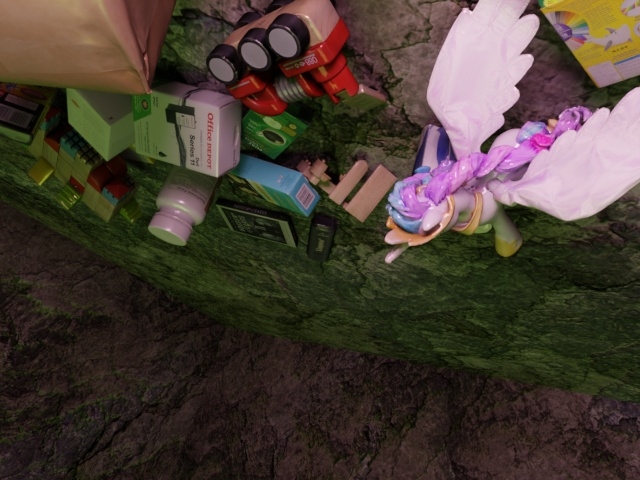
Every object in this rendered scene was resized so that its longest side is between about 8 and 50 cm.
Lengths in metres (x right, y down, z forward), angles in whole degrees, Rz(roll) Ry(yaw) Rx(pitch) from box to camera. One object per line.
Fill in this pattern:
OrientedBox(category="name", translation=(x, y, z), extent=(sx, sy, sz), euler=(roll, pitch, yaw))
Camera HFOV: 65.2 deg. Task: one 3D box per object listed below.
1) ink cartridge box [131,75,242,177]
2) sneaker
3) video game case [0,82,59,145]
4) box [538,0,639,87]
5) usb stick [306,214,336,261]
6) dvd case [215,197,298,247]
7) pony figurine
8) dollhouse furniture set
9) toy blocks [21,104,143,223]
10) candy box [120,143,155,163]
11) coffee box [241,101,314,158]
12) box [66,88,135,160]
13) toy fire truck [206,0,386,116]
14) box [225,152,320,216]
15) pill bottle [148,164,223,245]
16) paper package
OrientedBox(category="ink cartridge box", translation=(-0.274, -0.235, 1.032), extent=(0.208, 0.087, 0.153), euler=(17, 122, 15))
OrientedBox(category="sneaker", translation=(0.265, -0.103, 0.968), extent=(0.182, 0.128, 0.315), euler=(12, 164, 10))
OrientedBox(category="video game case", translation=(-0.703, -0.326, 1.024), extent=(0.274, 0.249, 0.035), euler=(18, 133, -24))
OrientedBox(category="box", translation=(0.347, -0.268, 0.601), extent=(0.179, 0.043, 0.105), euler=(31, 156, -31))
OrientedBox(category="usb stick", translation=(0.000, 0.000, 1.505), extent=(0.077, 0.045, 0.278), euler=(19, 158, 3))
OrientedBox(category="dvd case", translation=(-0.194, -0.054, 1.564), extent=(0.238, 0.030, 0.179), euler=(14, 157, 13))
OrientedBox(category="pony figurine", translation=(0.265, -0.106, 0.697), extent=(0.363, 0.351, 0.303), euler=(-3, -135, -51))
OrientedBox(category="dollhouse furniture set", translation=(0.056, -0.153, 1.130), extent=(0.144, 0.123, 0.151), euler=(34, -171, -32))
OrientedBox(category="toy blocks", translation=(-0.624, -0.216, 1.331), extent=(0.381, 0.191, 0.260), euler=(46, 146, -11))
OrientedBox(category="candy box", translation=(-0.527, -0.278, 1.321), extent=(0.105, 0.027, 0.206), euler=(15, 157, 18))
OrientedBox(category="coffee box", translation=(-0.102, -0.241, 1.035), extent=(0.113, 0.041, 0.184), euler=(28, 156, -18))
OrientedBox(category="box", translation=(-0.487, -0.283, 1.125), extent=(0.130, 0.091, 0.170), euler=(47, 149, -5))
OrientedBox(category="toy fire truck", translation=(-0.019, -0.264, 0.812), extent=(0.216, 0.159, 0.246), euler=(-3, 139, 42))
OrientedBox(category="box", translation=(-0.123, -0.138, 1.187), extent=(0.244, 0.060, 0.100), euler=(23, 164, 37))
OrientedBox(category="pill bottle", translation=(-0.348, -0.110, 1.293), extent=(0.131, 0.230, 0.131), euler=(17, 158, 7))
OrientedBox(category="paper package", translation=(-0.338, -0.343, 0.580), extent=(0.324, 0.310, 0.168), euler=(5, 151, 0))
